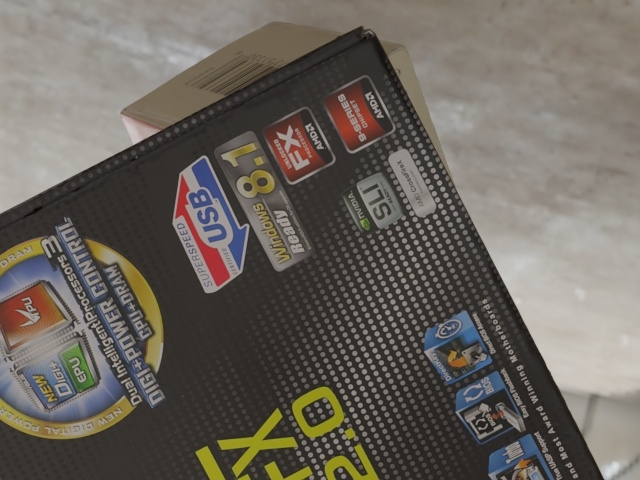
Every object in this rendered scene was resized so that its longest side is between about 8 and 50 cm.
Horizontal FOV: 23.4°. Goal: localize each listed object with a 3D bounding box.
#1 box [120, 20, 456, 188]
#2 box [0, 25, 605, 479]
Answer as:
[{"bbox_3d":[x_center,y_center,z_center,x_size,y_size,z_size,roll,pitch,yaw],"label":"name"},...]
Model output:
[{"bbox_3d":[0.000,0.000,0.947,0.148,0.127,0.232,21,138,54],"label":"box"},{"bbox_3d":[-0.015,0.080,0.638,0.216,0.270,0.060,-27,-177,-2],"label":"box"}]
